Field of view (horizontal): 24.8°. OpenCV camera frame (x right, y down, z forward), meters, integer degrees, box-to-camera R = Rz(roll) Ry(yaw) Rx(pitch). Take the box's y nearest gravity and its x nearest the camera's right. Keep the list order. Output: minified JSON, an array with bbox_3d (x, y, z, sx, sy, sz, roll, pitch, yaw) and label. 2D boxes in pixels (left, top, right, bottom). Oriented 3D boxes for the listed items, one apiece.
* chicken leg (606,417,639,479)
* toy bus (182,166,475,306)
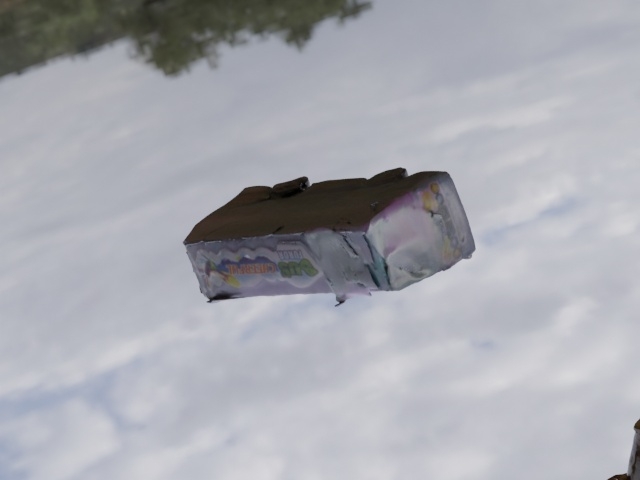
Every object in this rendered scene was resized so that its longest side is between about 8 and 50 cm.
[{"bbox_3d":[0.322,0.363,1.760,0.182,0.410,0.295,-15,-143,-34],"label":"chicken leg"},{"bbox_3d":[0.000,0.000,1.487,0.138,0.112,0.317,-32,-163,-38],"label":"toy bus"}]
